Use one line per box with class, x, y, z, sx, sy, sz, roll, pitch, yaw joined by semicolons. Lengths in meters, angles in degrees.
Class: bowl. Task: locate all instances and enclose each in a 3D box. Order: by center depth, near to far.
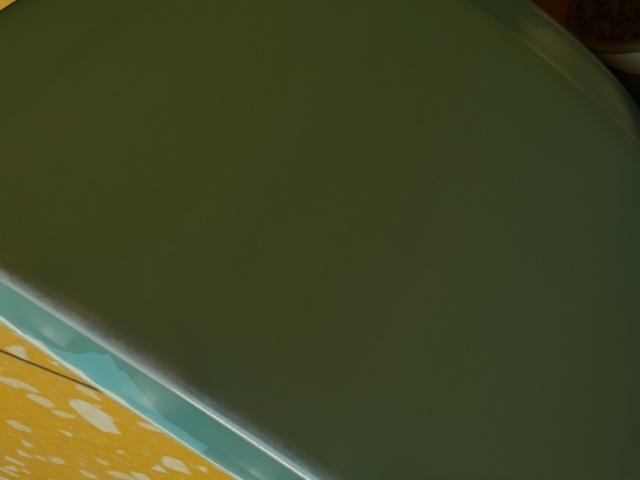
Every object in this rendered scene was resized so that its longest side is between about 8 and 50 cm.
bowl;0.000;0.000;0.505;0.311;0.163;0.311;31;170;6

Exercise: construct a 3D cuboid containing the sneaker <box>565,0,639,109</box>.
sneaker;0.173;-0.051;0.434;0.192;0.064;0.086;7;153;41
